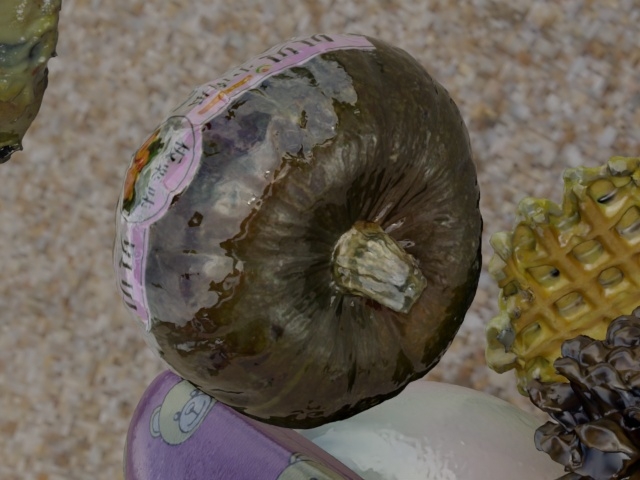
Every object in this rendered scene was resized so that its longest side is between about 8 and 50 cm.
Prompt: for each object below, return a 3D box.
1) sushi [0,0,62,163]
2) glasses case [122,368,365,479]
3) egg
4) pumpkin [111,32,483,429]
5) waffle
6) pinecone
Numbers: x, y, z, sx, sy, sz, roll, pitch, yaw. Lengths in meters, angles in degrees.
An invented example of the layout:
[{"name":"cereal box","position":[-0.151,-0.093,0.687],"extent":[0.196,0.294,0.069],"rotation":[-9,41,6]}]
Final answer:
[{"name":"sushi","position":[-0.348,-0.205,1.782],"extent":[0.131,0.139,0.291],"rotation":[42,129,27]},{"name":"glasses case","position":[-0.056,0.194,1.310],"extent":[0.316,0.076,0.123],"rotation":[26,99,52]},{"name":"egg","position":[0.071,0.273,1.514],"extent":[0.354,0.340,0.354],"rotation":[-25,38,22]},{"name":"pumpkin","position":[0.001,0.001,1.130],"extent":[0.189,0.260,0.260],"rotation":[31,97,54]},{"name":"waffle","position":[0.274,0.047,1.524],"extent":[0.060,0.280,0.262],"rotation":[-103,21,-54]},{"name":"pinecone","position":[0.267,0.168,1.247],"extent":[0.243,0.243,0.257],"rotation":[-12,80,45]}]
